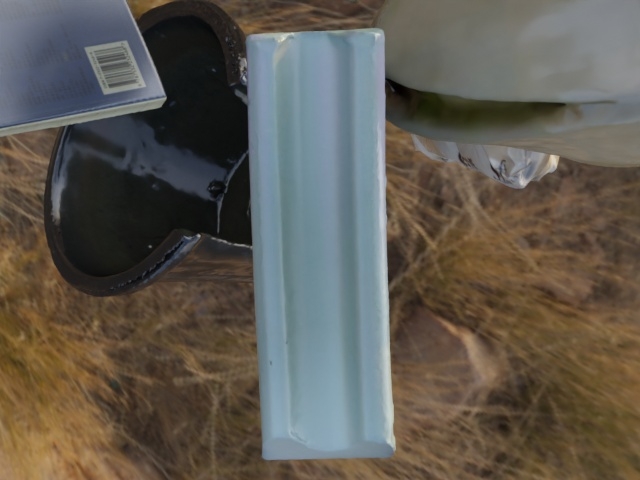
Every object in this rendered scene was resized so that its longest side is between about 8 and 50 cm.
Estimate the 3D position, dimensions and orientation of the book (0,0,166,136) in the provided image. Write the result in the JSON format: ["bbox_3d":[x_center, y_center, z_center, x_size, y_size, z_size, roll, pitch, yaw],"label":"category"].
[{"bbox_3d":[-0.293,-0.188,1.068,0.269,0.025,0.191,-16,76,-34],"label":"book"}]

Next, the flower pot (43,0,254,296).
[{"bbox_3d":[-0.149,-0.086,1.467,0.251,0.379,0.379,21,95,-43],"label":"flower pot"}]

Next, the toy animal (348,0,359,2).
[{"bbox_3d":[-0.027,-0.224,0.582,0.168,0.233,0.121,16,76,15],"label":"toy animal"}]

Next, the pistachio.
[{"bbox_3d":[0.184,-0.147,0.838,0.226,0.331,0.208,-59,139,-39],"label":"pistachio"}]

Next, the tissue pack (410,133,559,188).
[{"bbox_3d":[0.237,-0.260,1.475,0.195,0.375,0.390,6,92,-6],"label":"tissue pack"}]

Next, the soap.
[{"bbox_3d":[0.000,0.000,0.825,0.095,0.173,0.290,-2,98,1],"label":"soap"}]
